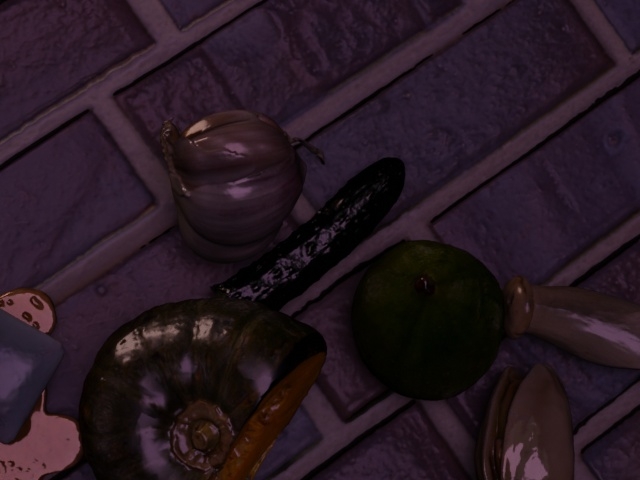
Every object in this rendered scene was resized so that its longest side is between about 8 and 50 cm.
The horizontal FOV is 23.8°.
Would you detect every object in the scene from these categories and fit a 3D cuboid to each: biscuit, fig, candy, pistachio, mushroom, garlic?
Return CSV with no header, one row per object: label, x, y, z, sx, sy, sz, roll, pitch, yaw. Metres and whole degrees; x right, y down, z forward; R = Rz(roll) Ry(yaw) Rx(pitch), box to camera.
biscuit,-0.395,0.238,1.834,0.216,0.047,0.339,-14,84,-9
fig,0.145,0.088,1.869,0.203,0.235,0.203,2,76,-9
candy,-0.406,0.142,1.787,0.174,0.071,0.138,30,79,-2
pistachio,0.261,0.267,1.921,0.152,0.126,0.223,13,71,-43
mushroom,0.349,0.112,1.972,0.247,0.096,0.108,19,48,-8
garlic,-0.108,-0.094,1.895,0.207,0.207,0.257,47,33,-1

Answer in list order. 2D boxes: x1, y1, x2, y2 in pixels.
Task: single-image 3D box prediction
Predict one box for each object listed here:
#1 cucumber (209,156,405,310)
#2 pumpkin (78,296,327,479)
cucumber,0.000,0.000,1.937,0.303,0.072,0.081,-37,89,-15
pumpkin,-0.158,0.192,1.820,0.232,0.242,0.325,38,89,19
